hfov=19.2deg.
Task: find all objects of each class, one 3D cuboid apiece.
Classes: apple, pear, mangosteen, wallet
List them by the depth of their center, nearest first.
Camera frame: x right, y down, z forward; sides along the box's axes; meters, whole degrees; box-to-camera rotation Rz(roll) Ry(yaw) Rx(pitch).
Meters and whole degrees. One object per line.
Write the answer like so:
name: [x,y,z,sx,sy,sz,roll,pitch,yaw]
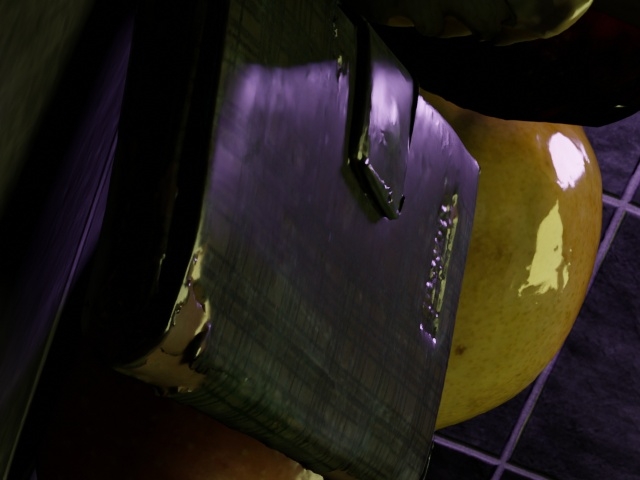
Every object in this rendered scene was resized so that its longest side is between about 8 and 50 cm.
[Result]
wallet: [0.001,0.000,0.720,0.317,0.044,0.169,41,57,-65]
apple: [-0.044,0.082,0.910,0.201,0.162,0.201,23,90,-89]
mangosteen: [0.144,-0.220,1.199,0.300,0.300,0.300,22,90,-90]
pear: [0.062,-0.012,1.397,0.314,0.314,0.314,22,90,-90]

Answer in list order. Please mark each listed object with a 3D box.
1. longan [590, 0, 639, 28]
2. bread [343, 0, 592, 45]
longan: [0.224,-0.285,0.874,0.436,0.404,0.404,-64,176,-59]
bread: [0.040,-0.138,0.664,0.088,0.128,0.232,-27,-167,-10]
